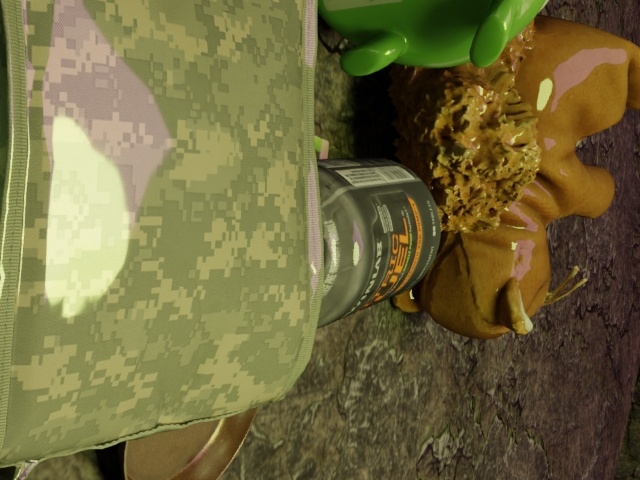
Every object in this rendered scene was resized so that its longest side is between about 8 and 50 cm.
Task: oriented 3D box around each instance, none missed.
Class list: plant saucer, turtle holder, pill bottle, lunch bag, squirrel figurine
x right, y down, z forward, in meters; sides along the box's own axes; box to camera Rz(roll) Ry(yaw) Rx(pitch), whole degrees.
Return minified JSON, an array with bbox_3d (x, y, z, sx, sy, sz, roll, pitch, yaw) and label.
[{"bbox_3d":[-0.101,0.128,0.744,0.168,0.029,0.169,-37,137,-46],"label":"plant saucer"},{"bbox_3d":[0.133,-0.306,0.862,0.243,0.320,0.227,49,46,-5],"label":"turtle holder"},{"bbox_3d":[0.000,0.000,0.765,0.245,0.130,0.131,-13,105,-65],"label":"pill bottle"},{"bbox_3d":[-0.121,-0.024,0.548,0.235,0.168,0.287,-2,90,-52],"label":"lunch bag"},{"bbox_3d":[0.184,-0.081,1.109,0.397,0.281,0.371,25,82,-52],"label":"squirrel figurine"}]

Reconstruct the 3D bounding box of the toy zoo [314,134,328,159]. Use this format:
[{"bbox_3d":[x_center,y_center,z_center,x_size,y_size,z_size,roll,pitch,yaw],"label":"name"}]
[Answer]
[{"bbox_3d":[-0.080,-0.022,0.797,0.293,0.030,0.193,15,80,-62],"label":"toy zoo"}]
